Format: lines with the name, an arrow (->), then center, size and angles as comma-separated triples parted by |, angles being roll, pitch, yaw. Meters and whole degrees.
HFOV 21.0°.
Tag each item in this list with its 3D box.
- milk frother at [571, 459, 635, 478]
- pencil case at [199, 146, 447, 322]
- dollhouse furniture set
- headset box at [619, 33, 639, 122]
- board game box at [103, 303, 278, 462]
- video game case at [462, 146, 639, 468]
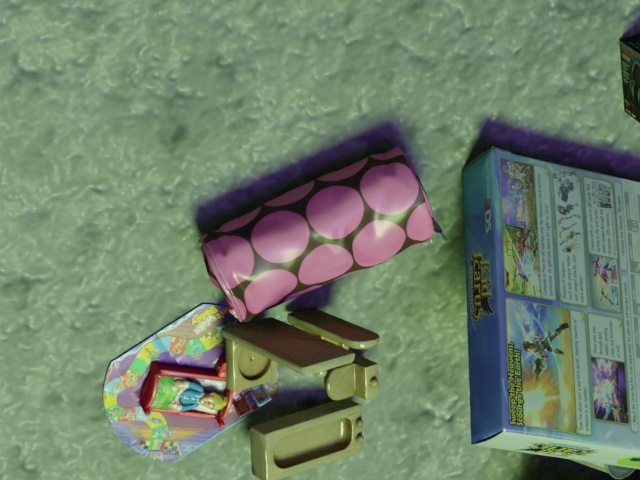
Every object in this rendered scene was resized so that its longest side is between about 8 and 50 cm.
milk frother -> 0.250, 0.135, 1.668 | 0.129, 0.134, 0.143 | -42, 131, -34
pencil case -> 0.000, 0.000, 1.541 | 0.209, 0.095, 0.098 | -22, 136, -7
dollhouse furniture set -> 0.006, 0.152, 1.572 | 0.144, 0.123, 0.151 | -13, 110, -35
headset box -> 0.305, -0.149, 1.592 | 0.032, 0.062, 0.083 | -18, 120, -12
board game box -> -0.116, 0.139, 1.596 | 0.168, 0.033, 0.133 | -32, 122, -3
video game case -> 0.249, 0.068, 1.585 | 0.244, 0.061, 0.270 | 11, 66, -26
